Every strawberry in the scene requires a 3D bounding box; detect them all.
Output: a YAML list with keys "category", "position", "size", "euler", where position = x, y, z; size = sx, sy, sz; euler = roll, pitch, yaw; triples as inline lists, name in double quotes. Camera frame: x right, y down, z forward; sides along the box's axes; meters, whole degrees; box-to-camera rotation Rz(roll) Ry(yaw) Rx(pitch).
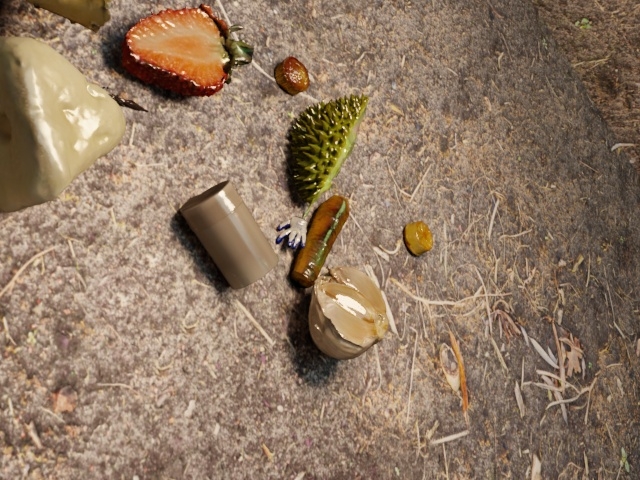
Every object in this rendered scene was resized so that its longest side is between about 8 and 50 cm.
- category: "strawberry"
  position: [-0.269, -0.357, 1.840]
  size: [0.286, 0.106, 0.188]
  euler: [-7, 73, -39]

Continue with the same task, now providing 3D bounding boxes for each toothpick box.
- category: "toothpick box"
  position: [-0.169, -0.011, 1.775]
  size: [0.181, 0.111, 0.111]
  euler: [58, 38, -15]

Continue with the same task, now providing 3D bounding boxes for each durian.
- category: "durian"
  position: [0.032, -0.216, 2.098]
  size: [0.170, 0.157, 0.355]
  euler: [66, 34, -31]

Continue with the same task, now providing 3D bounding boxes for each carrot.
- category: "carrot"
  position: [0.000, 0.000, 2.018]
  size: [0.070, 0.070, 0.260]
  euler: [48, 42, -24]

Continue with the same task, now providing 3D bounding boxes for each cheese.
- category: "cheese"
  position: [-0.437, -0.202, 1.486]
  size: [0.251, 0.173, 0.248]
  euler: [-40, 113, -51]

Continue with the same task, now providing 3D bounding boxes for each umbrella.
- category: "umbrella"
  position: [-0.360, -0.254, 1.740]
  size: [0.122, 0.022, 0.013]
  euler: [26, 27, -55]

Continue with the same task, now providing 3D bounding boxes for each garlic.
- category: "garlic"
  position: [0.037, 0.155, 1.929]
  size: [0.178, 0.143, 0.229]
  euler: [41, 38, -4]

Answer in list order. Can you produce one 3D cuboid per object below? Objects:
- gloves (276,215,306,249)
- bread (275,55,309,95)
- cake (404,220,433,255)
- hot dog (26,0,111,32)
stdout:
- category: "gloves"
  position: [-0.059, -0.015, 1.973]
  size: [0.064, 0.026, 0.086]
  euler: [16, 49, -7]
- category: "bread"
  position: [-0.059, -0.373, 2.140]
  size: [0.085, 0.053, 0.085]
  euler: [27, 53, -41]
- category: "cake"
  position: [0.240, -0.005, 2.333]
  size: [0.084, 0.044, 0.084]
  euler: [27, 53, -43]
- category: "hot dog"
  position: [-0.508, -0.533, 1.529]
  size: [0.365, 0.196, 0.367]
  euler: [15, 56, -25]
